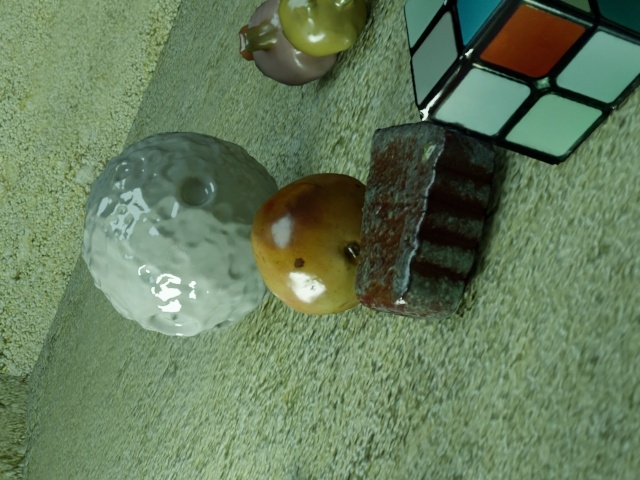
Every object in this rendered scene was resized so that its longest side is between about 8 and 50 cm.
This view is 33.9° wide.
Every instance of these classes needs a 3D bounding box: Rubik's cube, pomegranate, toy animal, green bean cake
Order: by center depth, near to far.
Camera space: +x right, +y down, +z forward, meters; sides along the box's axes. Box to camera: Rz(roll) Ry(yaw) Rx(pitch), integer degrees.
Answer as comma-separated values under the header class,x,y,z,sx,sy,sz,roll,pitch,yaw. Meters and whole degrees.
class,x,y,z,sx,sy,sz,roll,pitch,yaw
Rubik's cube,0.203,-0.208,1.037,0.180,0.183,0.167,-49,34,43
green bean cake,0.114,-0.023,1.232,0.198,0.097,0.232,-4,71,65
pomegranate,0.003,0.002,1.379,0.191,0.191,0.191,-48,33,47
toy animal,-0.021,-0.356,1.712,0.169,0.195,0.281,60,152,4

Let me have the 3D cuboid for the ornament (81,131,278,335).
class,x,y,z,sx,sy,sz,roll,pitch,yaw
ornament,-0.216,-0.002,1.696,0.337,0.337,0.337,-48,33,47
